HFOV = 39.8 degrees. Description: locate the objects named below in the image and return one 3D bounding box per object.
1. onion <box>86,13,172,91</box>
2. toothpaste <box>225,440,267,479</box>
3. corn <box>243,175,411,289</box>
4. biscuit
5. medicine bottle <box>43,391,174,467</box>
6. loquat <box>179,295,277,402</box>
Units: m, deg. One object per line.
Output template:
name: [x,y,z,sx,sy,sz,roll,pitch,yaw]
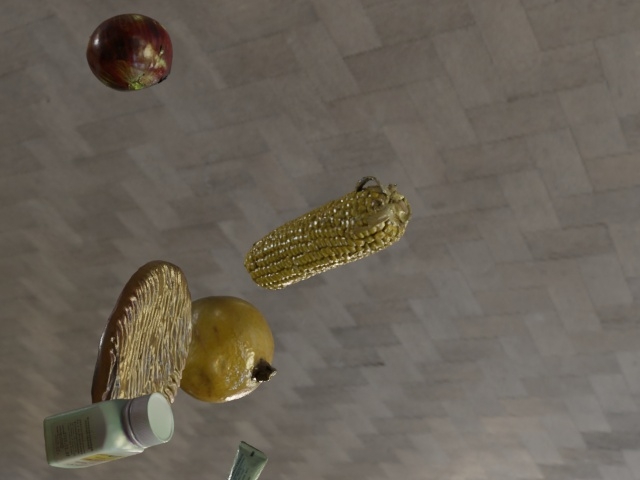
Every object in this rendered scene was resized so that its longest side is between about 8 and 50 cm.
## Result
onion: [-0.265,-0.261,1.217,0.117,0.119,0.119,-33,124,10]
toothpaste: [-0.162,0.466,1.528,0.060,0.234,0.038,21,169,23]
corn: [0.000,0.000,1.312,0.293,0.106,0.106,-25,125,31]
biscuit: [-0.277,0.188,1.419,0.040,0.318,0.318,11,141,12]
medicine bottle: [-0.213,0.194,0.906,0.117,0.055,0.074,-18,159,15]
loquat: [-0.182,0.219,1.717,0.246,0.213,0.213,23,148,33]
